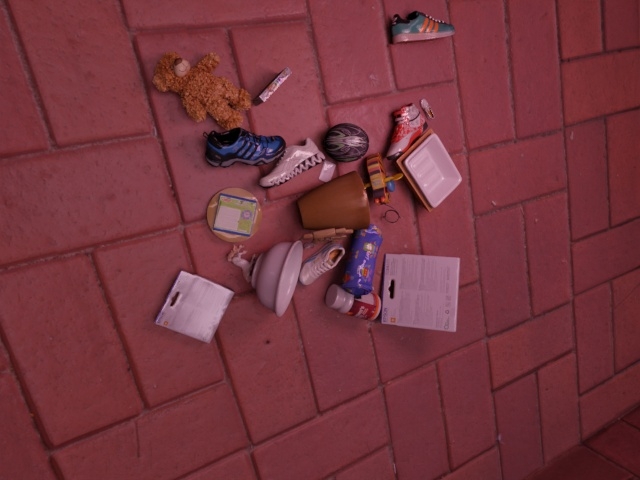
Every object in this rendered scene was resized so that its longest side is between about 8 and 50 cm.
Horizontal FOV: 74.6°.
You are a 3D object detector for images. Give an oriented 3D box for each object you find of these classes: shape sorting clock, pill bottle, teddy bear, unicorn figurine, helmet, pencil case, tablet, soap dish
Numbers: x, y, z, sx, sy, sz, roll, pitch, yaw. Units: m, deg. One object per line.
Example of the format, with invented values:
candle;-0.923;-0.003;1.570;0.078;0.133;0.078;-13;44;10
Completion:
shape sorting clock;-0.324;-0.096;1.591;0.206;0.040;0.207;-3;98;-19
pill bottle;0.140;0.263;1.805;0.221;0.121;0.121;19;90;-25
teddy bear;-0.397;-0.525;1.456;0.338;0.113;0.245;46;77;-23
unicorn figurine;-0.290;0.091;1.631;0.161;0.060;0.111;36;93;-10
helmet;0.102;-0.386;1.665;0.169;0.161;0.170;-4;100;-23
pencil case;0.177;0.082;1.739;0.133;0.119;0.307;16;67;-5
tablet;0.028;-0.283;1.735;0.054;0.006;0.084;19;90;-25
soap dish;0.472;-0.309;1.863;0.229;0.118;0.291;-44;112;-12

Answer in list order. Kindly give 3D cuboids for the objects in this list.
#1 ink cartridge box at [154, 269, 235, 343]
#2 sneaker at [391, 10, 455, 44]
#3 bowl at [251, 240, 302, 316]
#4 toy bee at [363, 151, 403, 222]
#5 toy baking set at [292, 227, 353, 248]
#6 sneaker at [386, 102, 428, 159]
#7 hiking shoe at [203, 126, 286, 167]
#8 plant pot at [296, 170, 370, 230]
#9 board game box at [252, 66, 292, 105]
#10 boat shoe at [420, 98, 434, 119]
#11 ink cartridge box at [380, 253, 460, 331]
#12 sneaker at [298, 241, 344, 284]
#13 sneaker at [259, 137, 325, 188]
ink cartridge box;-0.470;0.246;1.577;0.223;0.045;0.224;28;86;-24
sneaker;0.435;-0.900;1.761;0.301;0.108;0.121;-14;108;-20
bowl;-0.174;0.129;1.596;0.133;0.298;0.298;15;92;9
toy bee;0.261;-0.216;1.745;0.195;0.162;0.298;-37;90;25
toy baking set;0.001;-0.002;1.657;0.255;0.197;0.030;-9;75;-3
sneaker;0.338;-0.471;1.789;0.270;0.090;0.145;-46;112;-21
hiking shoe;-0.262;-0.343;1.514;0.303;0.132;0.113;-15;59;-22
plant pot;0.040;-0.133;1.660;0.254;0.237;0.237;-14;104;-7
board game box;-0.180;-0.565;1.547;0.026;0.103;0.154;44;80;-23
boat shoe;0.477;-0.584;1.868;0.035;0.035;0.100;-35;110;-15
ink cartridge box;0.444;0.226;1.880;0.329;0.071;0.325;4;88;17
sneaker;0.002;0.096;1.735;0.229;0.092;0.087;-46;114;-10
sneaker;-0.124;-0.295;1.622;0.292;0.110;0.118;-34;102;-24
